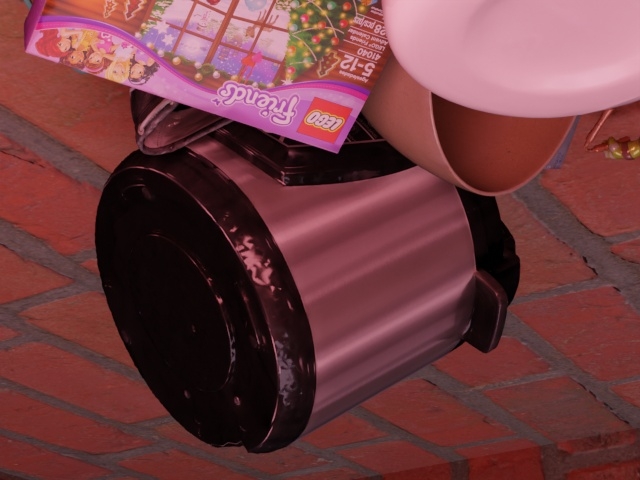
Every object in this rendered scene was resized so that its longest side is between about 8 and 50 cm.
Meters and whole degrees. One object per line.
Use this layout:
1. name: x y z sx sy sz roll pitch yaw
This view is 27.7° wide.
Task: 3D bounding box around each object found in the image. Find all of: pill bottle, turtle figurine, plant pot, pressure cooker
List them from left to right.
1. pressure cooker: -0.002 0.004 1.491 0.420 0.370 0.375 -24 180 -34
2. plant pot: 0.123 -0.202 1.298 0.191 0.284 0.284 18 172 40
3. pill bottle: 0.144 -0.307 0.850 0.228 0.408 0.229 -2 156 -1
4. turtle figurine: 0.482 -0.144 1.617 0.269 0.087 0.217 -32 152 27

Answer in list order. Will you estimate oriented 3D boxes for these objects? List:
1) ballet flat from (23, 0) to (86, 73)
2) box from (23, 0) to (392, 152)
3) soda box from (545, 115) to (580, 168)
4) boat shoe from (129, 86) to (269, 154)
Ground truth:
1. ballet flat: -0.254 -0.297 1.091 0.124 0.116 0.342 -32 108 23
2. box: -0.073 -0.206 1.077 0.293 0.057 0.201 16 120 -24
3. soda box: 0.260 -0.179 1.520 0.083 0.092 0.263 -1 156 0
4. boat shoe: -0.071 -0.162 1.225 0.306 0.105 0.113 -18 152 34
